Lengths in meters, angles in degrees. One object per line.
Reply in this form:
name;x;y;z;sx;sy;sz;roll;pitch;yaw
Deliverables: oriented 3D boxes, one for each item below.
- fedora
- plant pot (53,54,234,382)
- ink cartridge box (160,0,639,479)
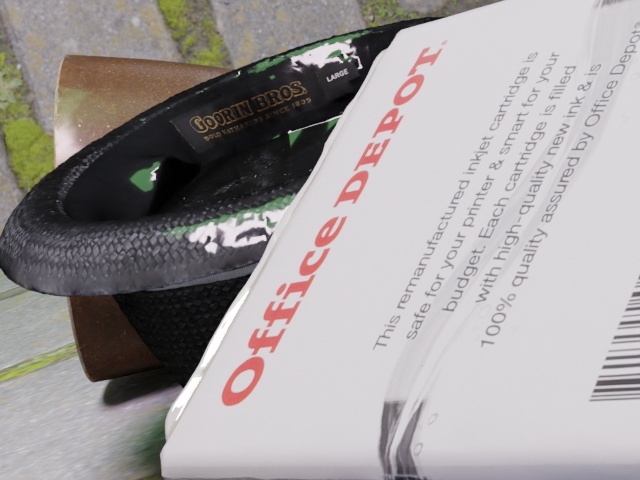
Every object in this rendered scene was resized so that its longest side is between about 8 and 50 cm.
fedora;0.000;0.000;0.904;0.334;0.152;0.334;-17;18;6
plant pot;-0.043;-0.022;1.115;0.230;0.215;0.215;-4;9;0
ink cartridge box;0.107;0.015;0.494;0.273;0.114;0.197;-8;44;48
